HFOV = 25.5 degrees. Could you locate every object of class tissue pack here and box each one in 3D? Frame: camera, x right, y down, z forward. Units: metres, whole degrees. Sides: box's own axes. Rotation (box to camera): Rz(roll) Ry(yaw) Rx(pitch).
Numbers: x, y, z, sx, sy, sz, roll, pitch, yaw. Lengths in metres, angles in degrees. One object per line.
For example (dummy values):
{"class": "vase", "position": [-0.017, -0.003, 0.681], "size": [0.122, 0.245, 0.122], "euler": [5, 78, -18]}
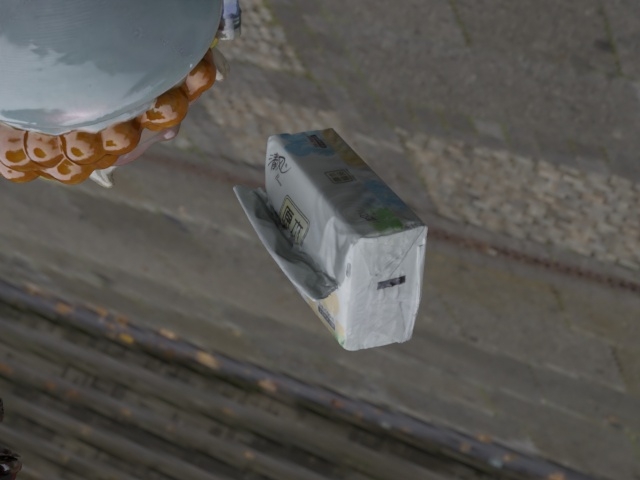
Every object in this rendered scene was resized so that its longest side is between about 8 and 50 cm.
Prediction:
{"class": "tissue pack", "position": [0.000, 0.000, 1.578], "size": [0.229, 0.145, 0.159], "euler": [-128, 35, -47]}

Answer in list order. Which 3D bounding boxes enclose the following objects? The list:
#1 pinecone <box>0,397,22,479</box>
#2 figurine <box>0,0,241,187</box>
{"class": "pinecone", "position": [-0.330, 0.158, 0.880], "size": [0.242, 0.296, 0.298], "euler": [48, -179, 26]}
{"class": "figurine", "position": [-0.193, -0.142, 1.119], "size": [0.205, 0.224, 0.382], "euler": [50, 166, -2]}
